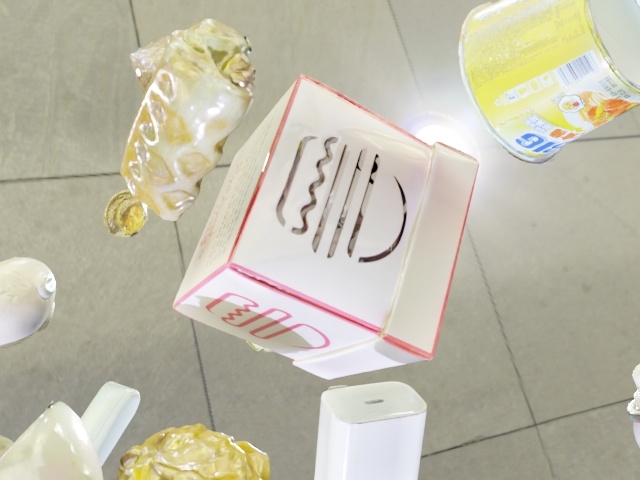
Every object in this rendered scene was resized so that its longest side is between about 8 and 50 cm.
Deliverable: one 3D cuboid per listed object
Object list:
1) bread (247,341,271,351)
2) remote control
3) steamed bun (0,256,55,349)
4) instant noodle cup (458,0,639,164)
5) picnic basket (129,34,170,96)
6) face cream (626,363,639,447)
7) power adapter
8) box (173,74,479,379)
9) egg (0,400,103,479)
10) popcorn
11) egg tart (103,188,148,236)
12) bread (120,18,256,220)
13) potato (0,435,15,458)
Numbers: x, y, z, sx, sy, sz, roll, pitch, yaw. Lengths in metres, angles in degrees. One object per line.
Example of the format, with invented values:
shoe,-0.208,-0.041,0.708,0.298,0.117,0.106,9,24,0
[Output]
bread,-0.099,0.182,1.498,0.064,0.156,0.117,-60,141,-62
remote control,-0.457,0.404,1.298,0.103,0.051,0.293,8,57,34
steamed bun,-0.637,0.135,1.422,0.131,0.177,0.228,24,31,8
instant noodle cup,0.271,-0.203,0.751,0.205,0.153,0.204,11,70,-33
picnic basket,-0.287,-0.294,1.342,0.128,0.178,0.138,-35,50,-15
face cream,0.322,0.208,0.562,0.075,0.075,0.229,-23,86,-27
power adapter,0.089,0.407,1.274,0.187,0.124,0.255,-2,108,-20
box,0.000,0.000,1.009,0.300,0.312,0.314,26,66,-17
egg,-0.384,0.371,0.901,0.162,0.206,0.271,38,87,-4
popcorn,-0.159,0.352,0.866,0.190,0.250,0.250,15,60,-43
egg tart,-0.487,-0.067,1.738,0.052,0.130,0.130,18,50,39
bread,-0.154,-0.133,0.742,0.088,0.232,0.128,-1,55,-40
potato,-0.687,0.457,1.328,0.178,0.235,0.160,-14,85,19
